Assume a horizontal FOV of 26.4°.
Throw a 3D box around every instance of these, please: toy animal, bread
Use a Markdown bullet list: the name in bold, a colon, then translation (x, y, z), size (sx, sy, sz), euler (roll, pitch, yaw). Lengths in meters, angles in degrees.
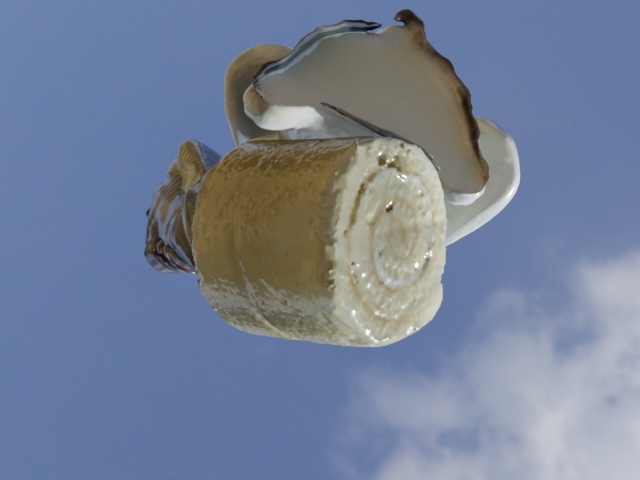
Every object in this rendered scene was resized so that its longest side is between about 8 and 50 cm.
- **toy animal**: translation (0.020, -0.071, 1.181), size (0.289, 0.249, 0.174), euler (-32, -156, 48)
- **bread**: translation (0.000, 0.000, 0.977), size (0.141, 0.134, 0.148), euler (2, -76, 41)

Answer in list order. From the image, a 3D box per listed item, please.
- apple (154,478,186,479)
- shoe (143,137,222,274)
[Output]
- **apple**: translation (-0.146, 0.331, 1.175), size (0.262, 0.262, 0.262), euler (-21, -133, 24)
- **shoe**: translation (-0.125, -0.009, 1.358), size (0.112, 0.099, 0.227), euler (-46, -154, 20)
